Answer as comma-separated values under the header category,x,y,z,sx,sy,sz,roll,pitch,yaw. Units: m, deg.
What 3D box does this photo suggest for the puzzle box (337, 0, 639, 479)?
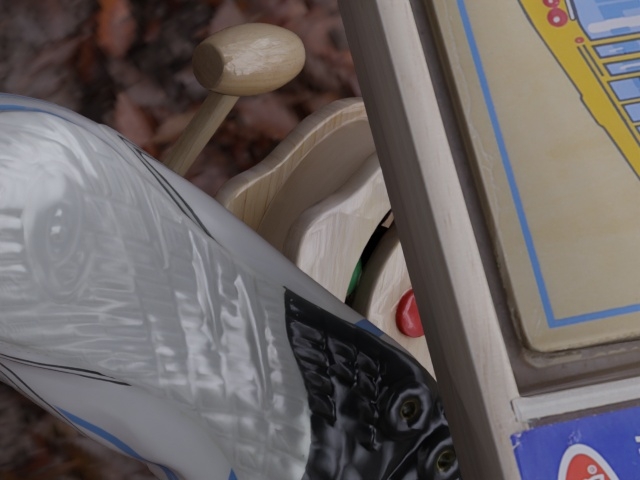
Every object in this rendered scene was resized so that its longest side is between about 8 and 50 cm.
category,x,y,z,sx,sy,sz,roll,pitch,yaw
puzzle box,0.142,-0.071,0.535,0.272,0.052,0.409,-11,68,-8

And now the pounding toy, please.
category,x,y,z,sx,sy,sz,roll,pitch,yaw
pounding toy,0.000,0.000,1.052,0.154,0.155,0.269,-21,118,-36

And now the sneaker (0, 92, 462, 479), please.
category,x,y,z,sx,sy,sz,roll,pitch,yaw
sneaker,-0.037,0.036,0.580,0.237,0.086,0.085,43,85,-27
